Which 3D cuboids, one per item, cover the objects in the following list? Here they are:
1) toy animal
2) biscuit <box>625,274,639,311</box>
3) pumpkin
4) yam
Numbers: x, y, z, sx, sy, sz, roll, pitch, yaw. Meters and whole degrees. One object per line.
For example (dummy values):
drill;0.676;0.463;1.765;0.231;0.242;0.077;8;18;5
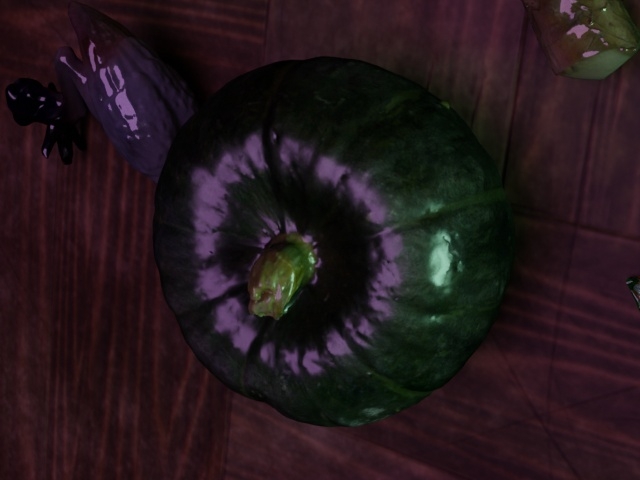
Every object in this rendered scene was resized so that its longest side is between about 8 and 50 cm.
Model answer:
toy animal;-0.156;-0.102;1.076;0.324;0.090;0.195;31;140;19
biscuit;0.273;0.029;0.863;0.089;0.016;0.046;-37;80;33
pumpkin;0.000;0.000;0.914;0.300;0.207;0.300;5;100;27
yam;0.125;-0.274;0.860;0.081;0.081;0.357;-34;81;34
